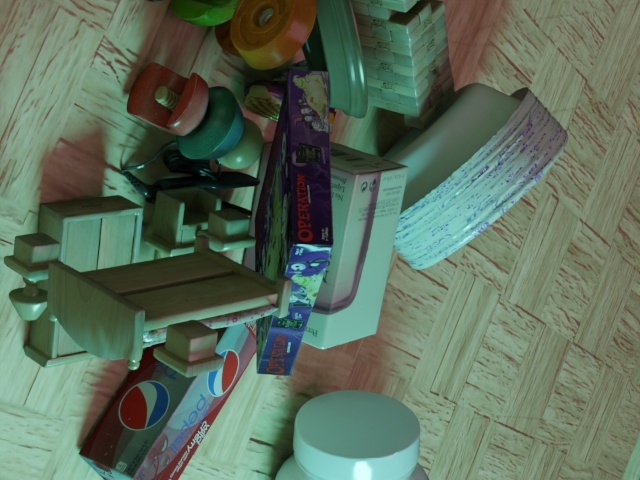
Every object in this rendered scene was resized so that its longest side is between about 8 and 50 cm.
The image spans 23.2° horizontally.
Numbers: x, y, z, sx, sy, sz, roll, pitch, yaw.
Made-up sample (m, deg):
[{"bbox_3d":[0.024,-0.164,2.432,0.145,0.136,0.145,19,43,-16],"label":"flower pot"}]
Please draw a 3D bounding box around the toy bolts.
[{"bbox_3d":[-0.074,-0.182,1.707,0.158,0.218,0.229,32,87,-45],"label":"toy bolts"}]

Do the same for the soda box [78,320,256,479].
[{"bbox_3d":[-0.171,0.178,1.861,0.263,0.092,0.083,-58,145,-21],"label":"soda box"}]

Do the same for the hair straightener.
[{"bbox_3d":[-0.147,-0.081,1.811,0.230,0.047,0.089,8,100,-54],"label":"hair straightener"}]

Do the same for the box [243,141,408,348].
[{"bbox_3d":[0.000,0.000,1.977,0.127,0.148,0.232,-11,116,-55],"label":"box"}]

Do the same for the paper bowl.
[{"bbox_3d":[0.188,-0.104,2.140,0.148,0.284,0.284,48,56,-8],"label":"paper bowl"}]

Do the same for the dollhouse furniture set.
[{"bbox_3d":[-0.137,0.091,1.588,0.303,0.355,0.174,-10,116,-43],"label":"dollhouse furniture set"}]

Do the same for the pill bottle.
[{"bbox_3d":[0.042,0.430,2.212,0.229,0.229,0.408,-29,130,-48],"label":"pill bottle"}]

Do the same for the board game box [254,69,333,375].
[{"bbox_3d":[-0.034,-0.009,1.719,0.347,0.056,0.208,107,-13,-62],"label":"board game box"}]

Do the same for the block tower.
[{"bbox_3d":[0.098,-0.309,2.014,0.091,0.097,0.335,-46,140,-34],"label":"block tower"}]

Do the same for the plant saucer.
[{"bbox_3d":[-0.003,-0.268,1.765,0.041,0.278,0.278,-16,132,-5],"label":"plant saucer"}]

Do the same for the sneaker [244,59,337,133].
[{"bbox_3d":[-0.034,-0.186,1.906,0.185,0.069,0.084,18,83,-65],"label":"sneaker"}]
